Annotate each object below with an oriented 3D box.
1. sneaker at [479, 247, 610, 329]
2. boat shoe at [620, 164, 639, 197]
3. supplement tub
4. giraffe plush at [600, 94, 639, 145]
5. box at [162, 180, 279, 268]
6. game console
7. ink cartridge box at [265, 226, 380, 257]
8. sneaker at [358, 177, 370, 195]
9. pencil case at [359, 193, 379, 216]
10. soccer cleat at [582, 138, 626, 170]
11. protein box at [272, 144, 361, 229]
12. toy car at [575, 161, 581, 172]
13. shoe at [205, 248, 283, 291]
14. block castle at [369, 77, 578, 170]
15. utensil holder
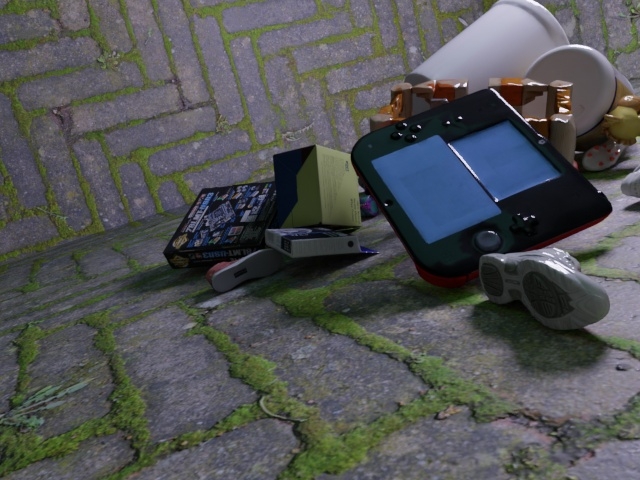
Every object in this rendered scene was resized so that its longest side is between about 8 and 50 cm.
[{"bbox_3d":[0.313,0.048,0.770,0.115,0.090,0.232,-15,13,-12],"label":"sneaker"},{"bbox_3d":[0.698,-0.156,1.144,0.277,0.098,0.096,-24,16,-29],"label":"boat shoe"},{"bbox_3d":[0.708,-0.372,1.564,0.241,0.241,0.331,-4,-5,40],"label":"supplement tub"},{"bbox_3d":[0.771,-0.282,1.373,0.170,0.181,0.210,17,60,30],"label":"giraffe plush"},{"bbox_3d":[-0.242,-0.049,1.580,0.293,0.073,0.295,-6,38,21],"label":"box"},{"bbox_3d":[0.266,-0.114,1.046,0.342,0.060,0.386,-25,52,-2],"label":"game console"},{"bbox_3d":[0.000,0.000,1.310,0.208,0.045,0.206,-2,8,-21],"label":"ink cartridge box"},{"bbox_3d":[0.169,-0.194,1.968,0.098,0.083,0.223,-26,17,-22],"label":"sneaker"},{"bbox_3d":[0.092,-0.094,1.664,0.151,0.064,0.070,-7,-10,35],"label":"pencil case"},{"bbox_3d":[0.735,-0.222,1.479,0.196,0.068,0.076,-35,-20,-25],"label":"soccer cleat"},{"bbox_3d":[-0.005,-0.127,1.503,0.136,0.200,0.201,-7,-4,32],"label":"protein box"},{"bbox_3d":[0.637,-0.200,1.525,0.122,0.041,0.060,-2,19,47],"label":"toy car"},{"bbox_3d":[-0.179,0.062,1.333,0.178,0.063,0.081,-24,18,-20],"label":"shoe"},{"bbox_3d":[0.351,-0.226,1.332,0.453,0.213,0.303,4,34,19],"label":"block castle"},{"bbox_3d":[0.491,-0.485,1.730,0.385,0.328,0.327,-37,16,-7],"label":"utensil holder"}]
